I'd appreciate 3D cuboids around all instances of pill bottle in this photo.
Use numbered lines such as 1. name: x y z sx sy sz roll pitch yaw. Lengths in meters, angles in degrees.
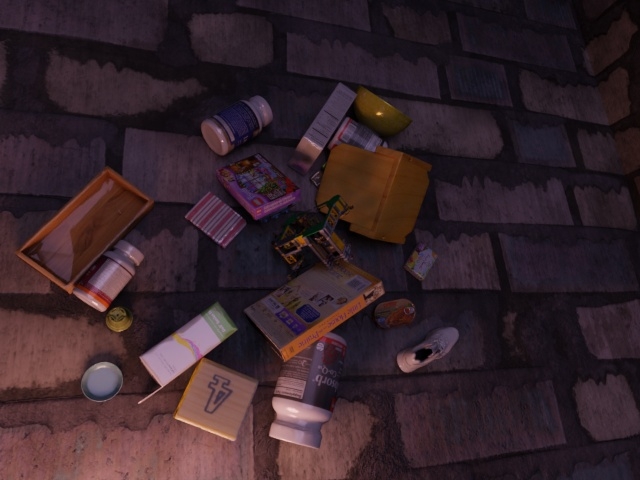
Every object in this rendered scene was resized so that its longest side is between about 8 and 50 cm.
1. pill bottle: -0.045 0.495 1.570 0.210 0.210 0.363 19 67 -12
2. pill bottle: 0.187 -0.391 1.993 0.283 0.161 0.161 32 64 -7
3. pill bottle: -0.694 0.113 1.525 0.121 0.121 0.221 34 64 -5
4. pill bottle: -0.328 -0.466 1.841 0.264 0.153 0.153 -39 87 -26

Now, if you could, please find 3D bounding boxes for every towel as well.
1. towel: -0.397 -0.078 1.752 0.197 0.029 0.144 39 64 0

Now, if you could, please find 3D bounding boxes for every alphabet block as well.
1. alphabet block: -0.335 0.507 1.475 0.197 0.192 0.194 25 63 -9

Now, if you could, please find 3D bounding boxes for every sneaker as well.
1. sneaker: 0.443 0.426 1.811 0.297 0.129 0.111 -26 79 -26

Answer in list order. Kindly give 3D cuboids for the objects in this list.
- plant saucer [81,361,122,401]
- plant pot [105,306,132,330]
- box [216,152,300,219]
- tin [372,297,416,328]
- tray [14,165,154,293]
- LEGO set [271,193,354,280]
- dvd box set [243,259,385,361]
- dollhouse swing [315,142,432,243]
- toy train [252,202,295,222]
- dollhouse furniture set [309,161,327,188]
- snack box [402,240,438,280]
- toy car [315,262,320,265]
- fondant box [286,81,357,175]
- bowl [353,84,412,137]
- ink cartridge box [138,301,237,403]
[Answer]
1. plant saucer: -0.691 0.448 1.463 0.119 0.021 0.120 7 69 -18
2. plant pot: -0.661 0.250 1.511 0.083 0.079 0.084 7 68 -17
3. box: -0.239 -0.214 1.761 0.200 0.057 0.293 -28 52 -26
4. tin: 0.296 0.294 1.858 0.189 0.040 0.106 -7 78 -22
5. tray: -0.788 -0.043 1.575 0.202 0.076 0.411 37 64 -4
6. LEGO set: 0.000 0.000 1.723 0.192 0.331 0.255 50 32 -24
7. dvd box set: -0.028 0.215 1.621 0.420 0.307 0.062 -31 121 -21
8. dollhouse swing: 0.213 -0.206 1.912 0.315 0.304 0.347 9 102 -46
9. toy train: -0.181 -0.133 1.802 0.184 0.105 0.080 -27 82 -25
10. dollhouse furniture set: 0.023 -0.283 1.973 0.152 0.058 0.076 -45 98 -7
11. snack box: 0.428 0.088 1.976 0.100 0.037 0.141 39 64 -4
12. toy car: 0.036 0.085 1.851 0.121 0.060 0.041 -14 121 -7
13. fondant box: 0.004 -0.457 1.908 0.096 0.238 0.330 34 64 -7
14. bowl: 0.250 -0.546 2.055 0.289 0.289 0.156 31 107 -7
15. ink cartridge box: -0.453 0.357 1.474 0.353 0.207 0.119 -36 87 -27
